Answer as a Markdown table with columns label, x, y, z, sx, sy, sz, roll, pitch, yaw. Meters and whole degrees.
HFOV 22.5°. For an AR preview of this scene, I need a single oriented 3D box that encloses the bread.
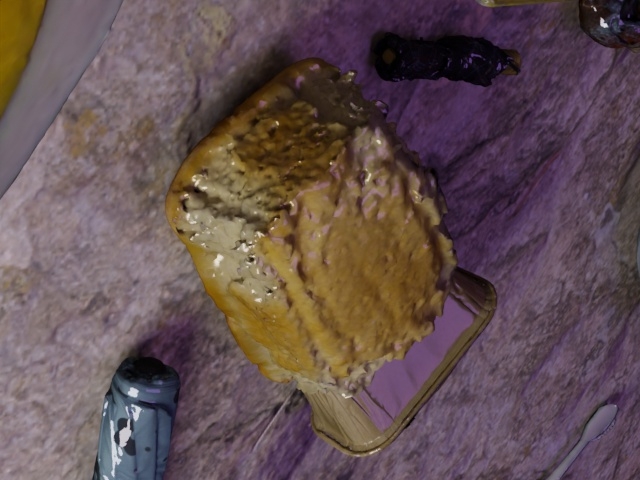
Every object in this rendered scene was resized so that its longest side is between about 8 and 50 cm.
| label | x | y | z | sx | sy | sz | roll | pitch | yaw |
| --- | --- | --- | --- | --- | --- | --- | --- | --- | --- |
| bread | 0.000 | 0.000 | 1.108 | 0.174 | 0.121 | 0.245 | -42 | 143 | -10 |

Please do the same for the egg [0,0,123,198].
| label | x | y | z | sx | sy | sz | roll | pitch | yaw |
| --- | --- | --- | --- | --- | --- | --- | --- | --- | --- |
| egg | -0.231 | -0.125 | 0.686 | 0.337 | 0.201 | 0.337 | -51 | 169 | -13 |

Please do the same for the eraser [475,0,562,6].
| label | x | y | z | sx | sy | sz | roll | pitch | yaw |
| --- | --- | --- | --- | --- | --- | --- | --- | --- | --- |
| eraser | 0.170 | -0.279 | 1.151 | 0.158 | 0.069 | 0.226 | -14 | 126 | -45 |

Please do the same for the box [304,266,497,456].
| label | x | y | z | sx | sy | sz | roll | pitch | yaw |
| --- | --- | --- | --- | --- | --- | --- | --- | --- | --- |
| box | 0.057 | 0.083 | 1.250 | 0.177 | 0.111 | 0.111 | -50 | 143 | -10 |

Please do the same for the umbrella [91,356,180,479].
| label | x | y | z | sx | sy | sz | roll | pitch | yaw |
| --- | --- | --- | --- | --- | --- | --- | --- | --- | --- |
| umbrella | -0.143 | 0.198 | 1.133 | 0.053 | 0.052 | 0.250 | -52 | 158 | -68 |

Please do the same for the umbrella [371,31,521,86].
| label | x | y | z | sx | sy | sz | roll | pitch | yaw |
| --- | --- | --- | --- | --- | --- | --- | --- | --- | --- |
| umbrella | 0.095 | -0.134 | 1.192 | 0.144 | 0.040 | 0.037 | -3 | 125 | -44 |

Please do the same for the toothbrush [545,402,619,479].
| label | x | y | z | sx | sy | sz | roll | pitch | yaw |
| --- | --- | --- | --- | --- | --- | --- | --- | --- | --- |
| toothbrush | 0.210 | 0.274 | 1.628 | 0.288 | 0.024 | 0.026 | -48 | 156 | -16 |

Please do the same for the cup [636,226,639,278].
| label | x | y | z | sx | sy | sz | roll | pitch | yaw |
| --- | --- | --- | --- | --- | --- | --- | --- | --- | --- |
| cup | 0.438 | -0.049 | 1.507 | 0.274 | 0.259 | 0.357 | -39 | 109 | -24 |

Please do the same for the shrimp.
| label | x | y | z | sx | sy | sz | roll | pitch | yaw |
| --- | --- | --- | --- | --- | --- | --- | --- | --- | --- |
| shrimp | 0.298 | -0.175 | 1.351 | 0.233 | 0.090 | 0.079 | 20 | 79 | -39 |
